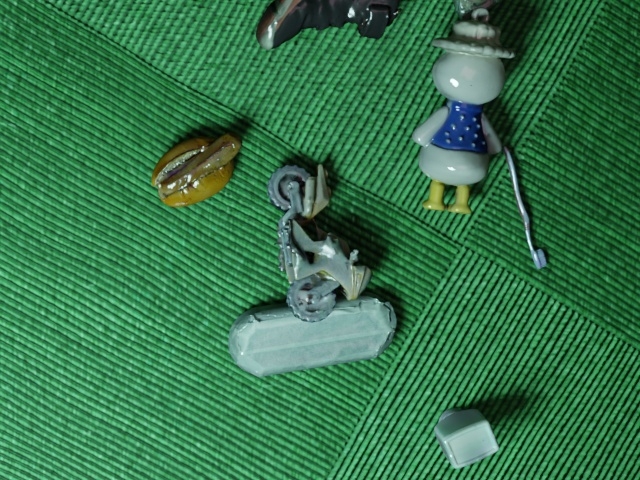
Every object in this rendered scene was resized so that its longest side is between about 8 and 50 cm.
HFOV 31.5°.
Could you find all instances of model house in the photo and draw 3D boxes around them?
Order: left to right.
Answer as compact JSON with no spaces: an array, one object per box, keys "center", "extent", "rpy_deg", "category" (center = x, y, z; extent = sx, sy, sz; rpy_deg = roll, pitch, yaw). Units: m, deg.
[{"center":[0.225,-0.361,1.617],"extent":[0.079,0.066,0.083],"rpy_deg":[-20,99,-1],"category":"model house"}]

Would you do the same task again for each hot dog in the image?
[{"center":[-0.172,-0.102,1.609],"extent":[0.140,0.060,0.089],"rpy_deg":[-24,102,-6],"category":"hot dog"}]

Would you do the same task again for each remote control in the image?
[{"center":[-0.011,0.137,1.654],"extent":[0.247,0.052,0.104],"rpy_deg":[-9,98,-7],"category":"remote control"}]

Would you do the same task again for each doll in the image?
[{"center":[0.202,-0.185,1.615],"extent":[0.138,0.119,0.293],"rpy_deg":[6,101,-14],"category":"doll"}]

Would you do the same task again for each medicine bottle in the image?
[{"center":[0.208,0.283,1.654],"extent":[0.074,0.118,0.055],"rpy_deg":[-25,98,-4],"category":"medicine bottle"}]

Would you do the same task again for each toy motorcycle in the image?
[{"center":[0.000,0.000,1.625],"extent":[0.130,0.094,0.229],"rpy_deg":[-9,83,-10],"category":"toy motorcycle"}]

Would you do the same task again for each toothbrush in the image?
[{"center":[0.301,-0.050,1.682],"extent":[0.019,0.013,0.193],"rpy_deg":[-20,98,-10],"category":"toothbrush"}]

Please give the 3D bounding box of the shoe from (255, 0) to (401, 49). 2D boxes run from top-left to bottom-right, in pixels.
[{"center":[0.042,-0.339,1.585],"extent":[0.291,0.114,0.137],"rpy_deg":[-34,103,-5],"category":"shoe"}]
